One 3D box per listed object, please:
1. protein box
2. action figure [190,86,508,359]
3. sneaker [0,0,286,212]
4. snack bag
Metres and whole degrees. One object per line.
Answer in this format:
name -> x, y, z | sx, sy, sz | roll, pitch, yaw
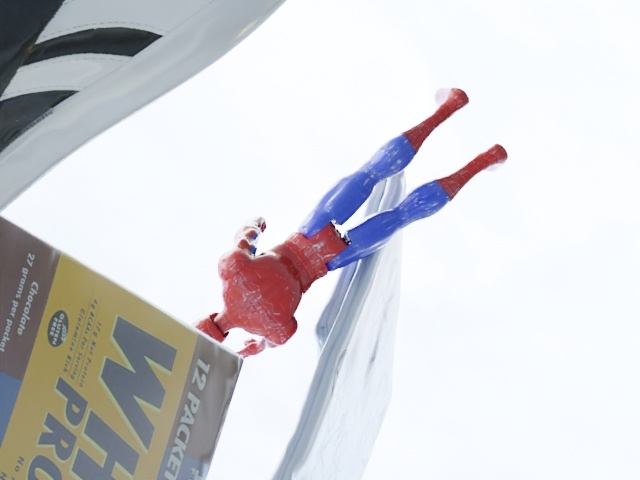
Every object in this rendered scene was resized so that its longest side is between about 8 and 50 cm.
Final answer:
protein box -> -0.171, 0.060, 0.672 | 0.201, 0.200, 0.136 | 39, -114, -62
action figure -> 0.000, 0.000, 1.422 | 0.280, 0.139, 0.091 | -38, -84, -20
sneaker -> -0.089, -0.083, 0.480 | 0.121, 0.217, 0.079 | 43, -166, -32
snack bag -> 0.005, 0.161, 1.486 | 0.037, 0.323, 0.342 | 14, -128, 10
